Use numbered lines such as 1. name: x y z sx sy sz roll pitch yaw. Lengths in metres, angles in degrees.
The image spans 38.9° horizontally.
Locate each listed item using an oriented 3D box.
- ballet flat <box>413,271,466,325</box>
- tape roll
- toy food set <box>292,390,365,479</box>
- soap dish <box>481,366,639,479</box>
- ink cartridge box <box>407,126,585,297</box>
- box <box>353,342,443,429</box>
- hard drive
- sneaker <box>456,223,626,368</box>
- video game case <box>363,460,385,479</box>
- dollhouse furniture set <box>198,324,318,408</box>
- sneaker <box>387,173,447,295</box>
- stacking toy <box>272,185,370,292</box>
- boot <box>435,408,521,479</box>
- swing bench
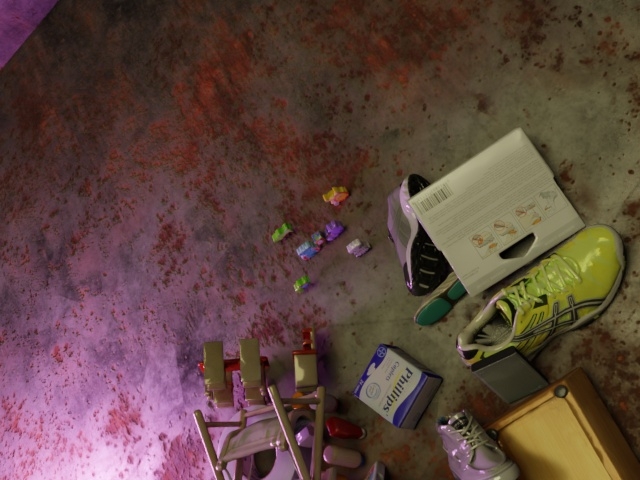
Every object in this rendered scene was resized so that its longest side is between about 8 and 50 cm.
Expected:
1. ballet flat: 0.260 0.112 1.890 0.168 0.057 0.052 -41 30 13
2. tape roll: -0.123 0.479 2.018 0.219 0.072 0.219 -9 72 31
3. toy food set: 0.026 0.418 1.934 0.111 0.104 0.232 -46 44 23
4. soap dish: 0.440 0.407 1.634 0.229 0.118 0.291 -37 60 20
5. ink cartridge box: 0.354 -0.056 1.835 0.275 0.060 0.239 -33 85 9
6. box: 0.160 0.302 1.880 0.137 0.072 0.126 32 96 35
7. hard drive: 0.361 0.256 1.722 0.094 0.135 0.022 -30 40 24
8. sneaker: 0.419 0.120 1.714 0.385 0.147 0.145 -48 54 12
9. video game case: 0.059 0.558 1.762 0.025 0.285 0.204 32 96 3
10. dollhouse furniture set: -0.136 0.271 1.996 0.259 0.262 0.135 -4 69 -2
11. sneaker: 0.197 -0.004 1.934 0.108 0.100 0.271 -33 50 45
12. stacking toy: 0.000 0.000 2.092 0.221 0.052 0.167 -36 58 23
13. boot: 0.265 0.368 1.612 0.095 0.258 0.123 -25 87 -12
14. swing bench: -0.112 0.448 1.858 0.253 0.165 0.255 -23 68 37
